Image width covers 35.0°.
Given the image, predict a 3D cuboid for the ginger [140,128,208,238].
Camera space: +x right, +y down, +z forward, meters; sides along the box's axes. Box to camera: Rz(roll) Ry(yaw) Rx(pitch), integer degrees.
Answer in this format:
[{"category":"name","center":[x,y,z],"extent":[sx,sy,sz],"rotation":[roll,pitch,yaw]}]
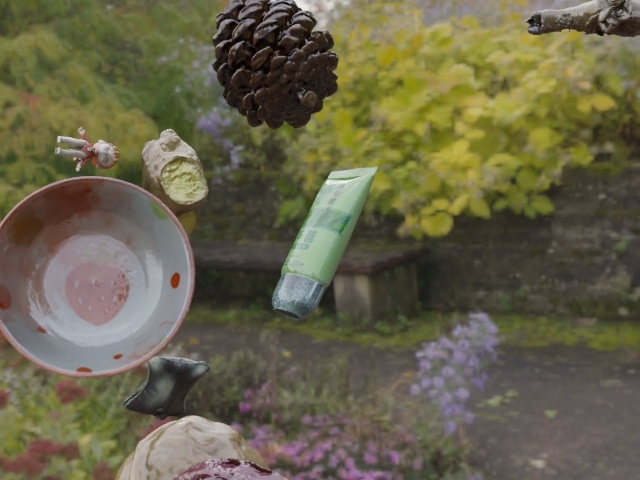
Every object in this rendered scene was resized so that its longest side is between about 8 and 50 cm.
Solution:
[{"category":"ginger","center":[-0.317,-0.102,2.126],"extent":[0.123,0.219,0.270],"rotation":[-16,-19,-27]}]

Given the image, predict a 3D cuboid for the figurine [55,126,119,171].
[{"category":"figurine","center":[-0.337,-0.128,1.448],"extent":[0.047,0.064,0.109],"rotation":[1,-5,34]}]

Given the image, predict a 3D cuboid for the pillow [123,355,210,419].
[{"category":"pillow","center":[-0.228,0.215,1.497],"extent":[0.091,0.136,0.055],"rotation":[27,35,-4]}]

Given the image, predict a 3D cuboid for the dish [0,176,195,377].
[{"category":"dish","center":[-0.294,0.052,1.312],"extent":[0.260,0.260,0.085],"rotation":[-7,-14,-12]}]

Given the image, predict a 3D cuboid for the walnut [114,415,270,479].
[{"category":"walnut","center":[-0.249,0.478,1.936],"extent":[0.296,0.285,0.285],"rotation":[-39,-11,32]}]

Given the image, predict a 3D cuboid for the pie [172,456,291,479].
[{"category":"pie","center":[-0.068,0.326,1.158],"extent":[0.204,0.219,0.054],"rotation":[-15,31,42]}]

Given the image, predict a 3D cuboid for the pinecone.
[{"category":"pinecone","center":[-0.090,-0.326,1.809],"extent":[0.224,0.224,0.272],"rotation":[-12,54,-36]}]

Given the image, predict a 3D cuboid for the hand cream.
[{"category":"hand cream","center":[0.000,0.000,1.078],"extent":[0.046,0.175,0.095],"rotation":[29,-14,-26]}]

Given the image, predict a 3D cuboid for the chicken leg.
[{"category":"chicken leg","center":[0.436,-0.363,1.624],"extent":[0.125,0.080,0.196],"rotation":[-25,25,-36]}]
